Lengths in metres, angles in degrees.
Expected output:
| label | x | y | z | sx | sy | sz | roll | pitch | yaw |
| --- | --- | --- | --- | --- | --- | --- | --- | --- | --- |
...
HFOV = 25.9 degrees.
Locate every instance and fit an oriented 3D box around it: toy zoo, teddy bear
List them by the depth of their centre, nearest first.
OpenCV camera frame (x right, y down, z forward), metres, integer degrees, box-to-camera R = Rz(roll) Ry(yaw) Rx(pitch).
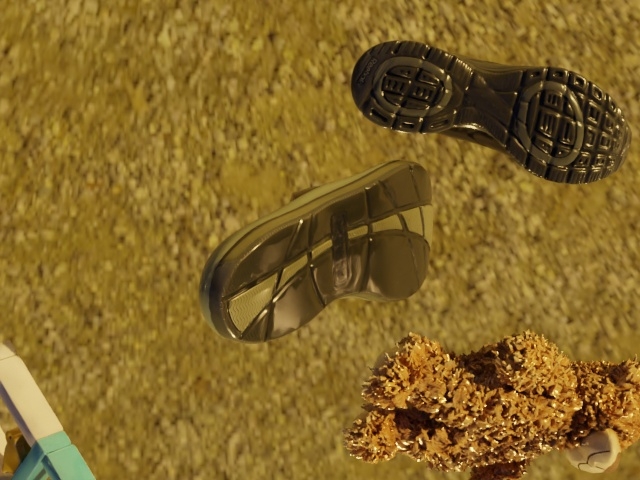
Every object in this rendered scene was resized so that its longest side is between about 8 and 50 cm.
| label | x | y | z | sx | sy | sz | roll | pitch | yaw |
| --- | --- | --- | --- | --- | --- | --- | --- | --- | --- |
| toy zoo | -0.250 | 0.216 | 1.154 | 0.030 | 0.293 | 0.192 | -19 | 156 | -43 |
| teddy bear | 0.191 | 0.187 | 1.459 | 0.338 | 0.113 | 0.245 | 19 | 119 | -23 |

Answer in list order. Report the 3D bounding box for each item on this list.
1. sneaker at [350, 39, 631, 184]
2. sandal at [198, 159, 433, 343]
| label | x | y | z | sx | sy | sz | roll | pitch | yaw |
| --- | --- | --- | --- | --- | --- | --- | --- | --- | --- |
| sneaker | 0.167 | -0.137 | 1.366 | 0.286 | 0.130 | 0.109 | 18 | 100 | -7 |
| sandal | -0.001 | -0.001 | 1.129 | 0.303 | 0.086 | 0.120 | -15 | 111 | -49 |
